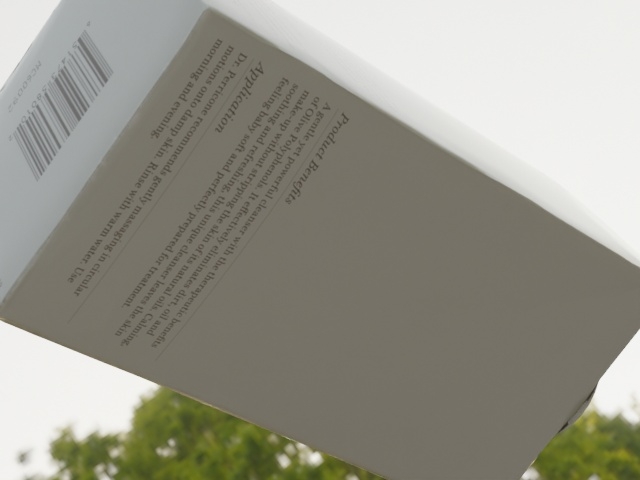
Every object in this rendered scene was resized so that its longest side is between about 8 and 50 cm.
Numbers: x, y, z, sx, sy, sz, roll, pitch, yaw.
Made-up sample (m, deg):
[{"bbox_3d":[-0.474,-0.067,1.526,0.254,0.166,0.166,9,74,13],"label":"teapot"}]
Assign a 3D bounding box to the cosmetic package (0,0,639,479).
[{"bbox_3d":[0.000,0.000,0.854,0.366,0.155,0.197,29,-76,-36],"label":"cosmetic package"}]
